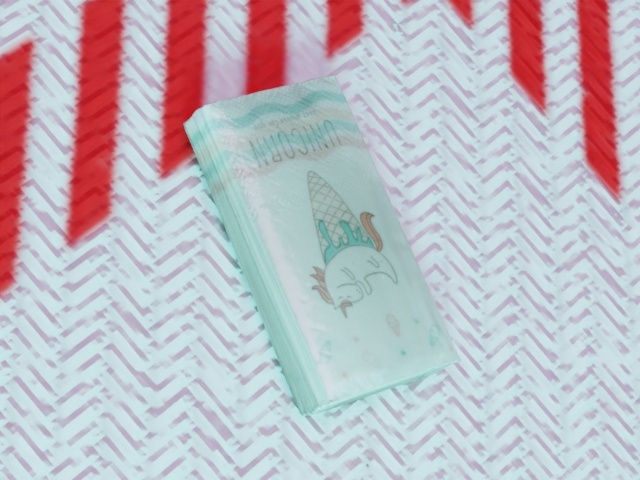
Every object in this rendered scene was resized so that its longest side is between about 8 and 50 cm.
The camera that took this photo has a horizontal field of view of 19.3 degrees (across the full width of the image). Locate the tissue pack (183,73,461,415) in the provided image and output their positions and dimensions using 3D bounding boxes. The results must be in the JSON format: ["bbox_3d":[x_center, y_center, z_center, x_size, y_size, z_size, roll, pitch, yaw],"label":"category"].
[{"bbox_3d":[0.000,0.000,0.616,0.056,0.023,0.108,-17,77,-30],"label":"tissue pack"}]
